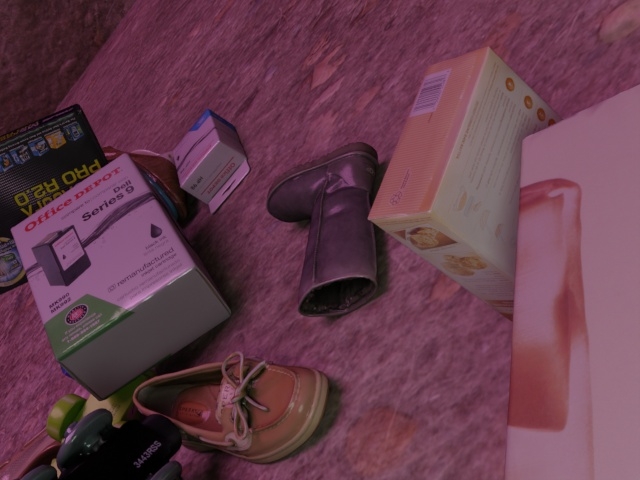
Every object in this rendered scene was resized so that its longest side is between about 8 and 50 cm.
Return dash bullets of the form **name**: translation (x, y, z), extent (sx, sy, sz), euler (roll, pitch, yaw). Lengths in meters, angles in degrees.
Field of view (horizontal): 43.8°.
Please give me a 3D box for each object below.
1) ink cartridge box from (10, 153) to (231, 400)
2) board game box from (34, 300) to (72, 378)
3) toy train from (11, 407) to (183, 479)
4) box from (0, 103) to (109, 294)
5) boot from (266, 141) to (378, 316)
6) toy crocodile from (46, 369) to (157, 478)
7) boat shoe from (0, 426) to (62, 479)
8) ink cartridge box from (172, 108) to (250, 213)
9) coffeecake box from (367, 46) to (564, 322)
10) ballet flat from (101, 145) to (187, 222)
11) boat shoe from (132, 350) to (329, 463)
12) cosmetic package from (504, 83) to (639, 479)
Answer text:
- **ink cartridge box**: translation (-0.286, 0.040, 1.106), extent (0.211, 0.121, 0.289), euler (-35, 47, -5)
- **board game box**: translation (-0.373, 0.080, 1.368), extent (0.233, 0.078, 0.347), euler (-57, 30, -1)
- **toy train**: translation (-0.261, 0.315, 0.791), extent (0.334, 0.142, 0.190), euler (-44, -20, -49)
- **box**: translation (-0.448, -0.059, 1.232), extent (0.270, 0.216, 0.060), euler (-25, 24, -10)
- **boot**: translation (-0.002, 0.000, 0.934), extent (0.190, 0.076, 0.208), euler (-31, 45, 40)
- **toy crocodile**: translation (-0.320, 0.317, 1.053), extent (0.115, 0.105, 0.340), euler (16, 68, 18)
- **boat shoe**: translation (-0.446, 0.375, 1.173), extent (0.302, 0.109, 0.098), euler (-45, 25, 10)
- **ink cartridge box**: translation (-0.183, -0.134, 1.317), extent (0.104, 0.060, 0.180), euler (-48, 31, 13)
- **coffeecake box**: translation (0.144, -0.034, 0.625), extent (0.068, 0.186, 0.142), euler (-5, 57, 53)
- **ballet flat**: translation (-0.318, -0.118, 1.438), extent (0.343, 0.116, 0.124), euler (14, 40, 44)
- **boat shoe**: translation (-0.106, 0.182, 0.874), extent (0.285, 0.089, 0.104), euler (-21, 45, 45)
- **cosmetic package**: translation (0.206, 0.065, 0.479), extent (0.129, 0.153, 0.296), euler (-23, 43, 43)
